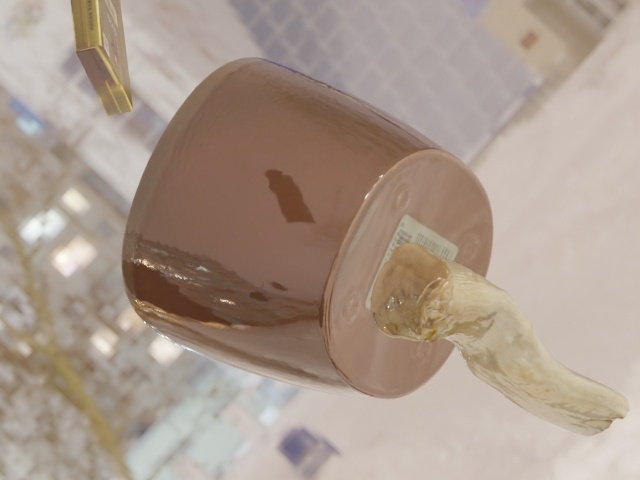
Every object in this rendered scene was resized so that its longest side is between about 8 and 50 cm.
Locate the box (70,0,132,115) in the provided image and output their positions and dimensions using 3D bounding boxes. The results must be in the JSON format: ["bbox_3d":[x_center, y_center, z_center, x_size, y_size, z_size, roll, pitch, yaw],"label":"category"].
[{"bbox_3d":[-0.167,-0.172,1.485,0.023,0.133,0.090,-13,-29,6],"label":"box"}]

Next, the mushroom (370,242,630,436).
[{"bbox_3d":[0.112,0.070,1.191,0.059,0.202,0.054,-3,58,53],"label":"mushroom"}]

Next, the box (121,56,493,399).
[{"bbox_3d":[0.000,0.000,1.756,0.301,0.216,0.301,-25,-56,-43],"label":"box"}]
